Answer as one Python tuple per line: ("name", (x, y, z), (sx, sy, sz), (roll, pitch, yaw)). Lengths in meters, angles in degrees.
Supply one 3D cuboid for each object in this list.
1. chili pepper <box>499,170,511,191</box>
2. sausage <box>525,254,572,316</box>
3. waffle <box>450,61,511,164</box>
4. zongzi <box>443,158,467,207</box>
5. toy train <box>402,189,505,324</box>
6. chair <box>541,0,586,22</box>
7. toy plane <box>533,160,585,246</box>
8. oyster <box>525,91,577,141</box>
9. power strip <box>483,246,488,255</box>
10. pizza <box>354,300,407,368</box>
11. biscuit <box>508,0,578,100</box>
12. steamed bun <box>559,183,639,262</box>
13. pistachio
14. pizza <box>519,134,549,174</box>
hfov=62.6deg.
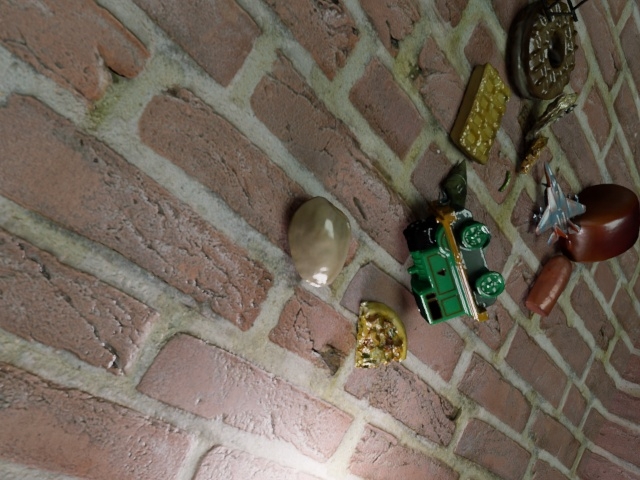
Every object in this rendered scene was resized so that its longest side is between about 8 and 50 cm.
("chili pepper", (0.643, -0.202, 1.827), (0.030, 0.017, 0.083), (39, 75, -38))
("sausage", (0.916, 0.173, 2.097), (0.259, 0.113, 0.113), (-55, 129, -15))
("waffle", (0.496, -0.390, 1.627), (0.168, 0.057, 0.274), (25, 84, -41))
("zongzi", (0.441, -0.157, 1.645), (0.130, 0.062, 0.154), (-57, 137, -31))
("toy train", (0.370, 0.070, 1.534), (0.249, 0.178, 0.430), (-21, 105, 2))
("chair", (0.746, -0.820, 1.614), (0.154, 0.141, 0.260), (-13, 82, -27))
("toy plane", (0.879, -0.147, 1.981), (0.222, 0.104, 0.327), (-25, 101, -4))
("oyster", (0.790, -0.427, 1.821), (0.072, 0.209, 0.132), (53, 39, 6))
("power strip", (0.454, 0.066, 1.701), (0.193, 0.059, 0.265), (22, 87, -42))
("pizza", (0.169, 0.290, 1.510), (0.197, 0.058, 0.292), (-46, 126, -22))
("biscuit", (0.745, -0.630, 1.754), (0.331, 0.103, 0.332), (-12, 109, -38))
("steamed bun", (1.158, -0.069, 2.152), (0.379, 0.248, 0.235), (-33, 121, -32))
("pistachio", (0.000, 0.000, 1.253), (0.152, 0.126, 0.223), (-7, 114, -5))
("pizza", (0.755, -0.317, 1.851), (0.175, 0.046, 0.134), (-55, 166, -21))
